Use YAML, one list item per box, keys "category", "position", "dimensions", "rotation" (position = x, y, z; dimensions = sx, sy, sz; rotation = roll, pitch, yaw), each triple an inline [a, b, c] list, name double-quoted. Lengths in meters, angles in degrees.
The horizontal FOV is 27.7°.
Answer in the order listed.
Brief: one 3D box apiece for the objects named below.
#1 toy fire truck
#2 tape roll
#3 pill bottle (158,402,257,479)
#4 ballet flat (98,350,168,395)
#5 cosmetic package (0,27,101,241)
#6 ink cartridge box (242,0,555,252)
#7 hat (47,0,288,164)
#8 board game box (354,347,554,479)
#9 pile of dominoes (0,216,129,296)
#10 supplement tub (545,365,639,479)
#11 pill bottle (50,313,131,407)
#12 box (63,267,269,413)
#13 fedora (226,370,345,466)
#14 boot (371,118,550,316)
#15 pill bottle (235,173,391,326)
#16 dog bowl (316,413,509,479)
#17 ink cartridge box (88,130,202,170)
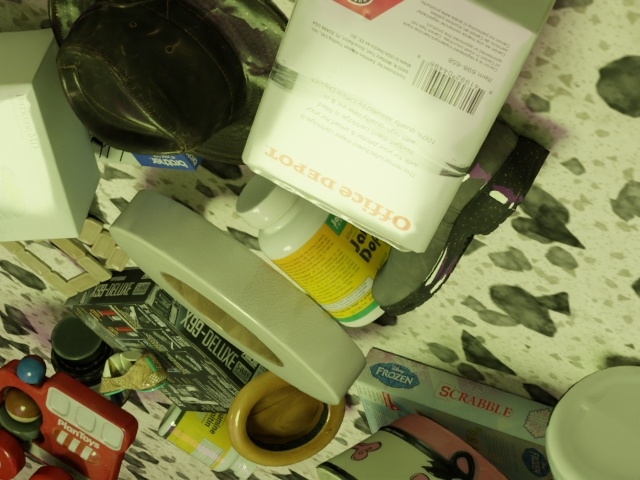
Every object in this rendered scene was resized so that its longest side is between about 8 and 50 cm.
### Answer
- category: "toy fire truck"
  position: [-0.464, 0.317, 2.261]
  dimensions: [0.302, 0.169, 0.254]
  rotation: [31, 130, 11]
- category: "tape roll"
  position: [-0.111, 0.080, 1.738]
  dimensions: [0.392, 0.072, 0.392]
  rotation: [36, 168, 9]
- category: "pill bottle"
  position: [-0.196, 0.357, 2.365]
  dimensions: [0.184, 0.103, 0.103]
  rotation: [34, 153, -8]
- category: "ballet flat"
  position: [-0.315, 0.214, 2.134]
  dimensions: [0.206, 0.073, 0.067]
  rotation: [-16, 101, 52]
- category: "cosmetic package"
  position: [-0.408, -0.122, 1.565]
  dimensions: [0.224, 0.138, 0.224]
  rotation: [-4, 128, 7]
- category: "ink cartridge box"
  position: [0.066, -0.149, 1.160]
  dimensions: [0.197, 0.114, 0.273]
  rotation: [28, 132, 4]
- category: "hat"
  position: [-0.183, -0.172, 1.394]
  dimensions: [0.331, 0.134, 0.331]
  rotation: [19, 139, 18]
- category: "board game box"
  position: [0.227, 0.309, 1.912]
  dimensions: [0.318, 0.066, 0.319]
  rotation: [17, 150, 24]
- category: "pile of dominoes"
  position: [-0.415, -0.023, 2.009]
  dimensions: [0.196, 0.040, 0.251]
  rotation: [-21, 128, 37]
- category: "supplement tub"
  position: [0.394, 0.313, 1.618]
  dimensions: [0.193, 0.194, 0.316]
  rotation: [14, 149, 29]
- category: "pill bottle"
  position: [-0.415, 0.222, 2.332]
  dimensions: [0.122, 0.123, 0.219]
  rotation: [22, 151, 16]
- category: "box"
  position: [-0.236, 0.169, 2.118]
  dimensions: [0.242, 0.077, 0.307]
  rotation: [-5, 136, 49]
- category: "fedora"
  position: [-0.060, 0.262, 2.039]
  dimensions: [0.194, 0.194, 0.079]
  rotation: [46, -179, -28]
- category: "boot"
  position: [0.079, -0.067, 1.396]
  dimensions: [0.222, 0.118, 0.338]
  rotation: [34, 140, -2]
- category: "pill bottle"
  position: [0.000, 0.000, 1.559]
  dimensions: [0.208, 0.118, 0.117]
  rotation: [43, 150, -23]
- category: "dog bowl"
  position: [0.188, 0.404, 1.766]
  dimensions: [0.408, 0.150, 0.408]
  rotation: [43, 166, 14]
- category: "ink cartridge box"
  position: [-0.247, -0.141, 1.638]
  dimensions: [0.207, 0.046, 0.097]
  rotation: [7, 146, 37]
